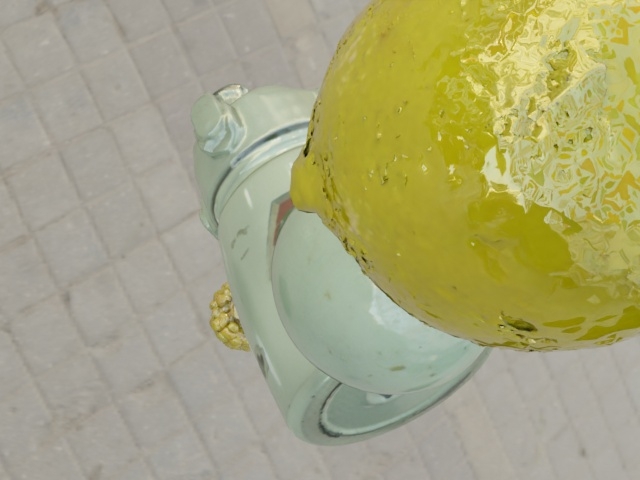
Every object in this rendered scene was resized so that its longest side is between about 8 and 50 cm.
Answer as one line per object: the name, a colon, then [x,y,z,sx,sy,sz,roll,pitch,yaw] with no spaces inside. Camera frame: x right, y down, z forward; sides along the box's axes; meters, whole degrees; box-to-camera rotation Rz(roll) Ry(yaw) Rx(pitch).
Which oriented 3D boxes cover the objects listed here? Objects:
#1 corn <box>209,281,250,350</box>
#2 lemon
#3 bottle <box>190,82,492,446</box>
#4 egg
corn: [-0.094,0.100,1.502,0.101,0.292,0.101,0,86,2]
lemon: [0.092,-0.039,0.446,0.173,0.206,0.174,18,69,-61]
bottle: [0.000,0.000,1.057,0.229,0.229,0.352,-2,48,-37]
egg: [0.044,0.025,0.729,0.149,0.192,0.150,-3,100,-16]
